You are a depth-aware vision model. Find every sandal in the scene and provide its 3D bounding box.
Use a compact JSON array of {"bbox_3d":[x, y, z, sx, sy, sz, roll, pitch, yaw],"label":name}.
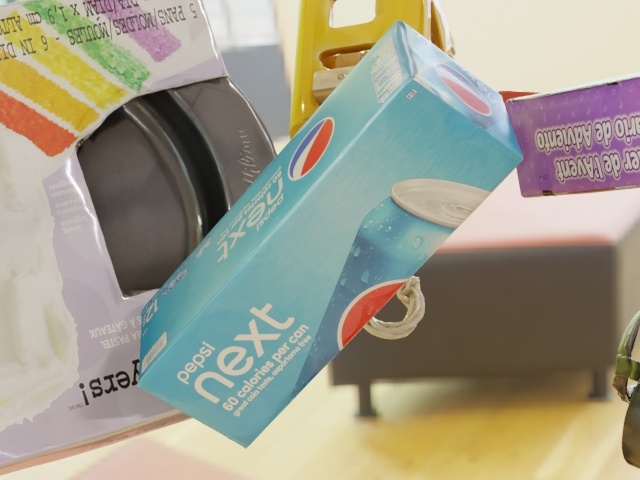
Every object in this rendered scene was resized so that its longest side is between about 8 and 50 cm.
[{"bbox_3d":[0.217,0.074,1.065,0.054,0.097,0.254,21,18,15],"label":"sandal"}]

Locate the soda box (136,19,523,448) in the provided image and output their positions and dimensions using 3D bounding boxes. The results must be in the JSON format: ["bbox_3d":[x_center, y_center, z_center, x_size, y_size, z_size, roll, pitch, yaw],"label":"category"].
[{"bbox_3d":[0.000,0.000,0.829,0.071,0.210,0.067,34,24,-22],"label":"soda box"}]

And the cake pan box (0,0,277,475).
[{"bbox_3d":[-0.150,-0.006,0.930,0.266,0.246,0.070,-14,-6,-23],"label":"cake pan box"}]

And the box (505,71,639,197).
[{"bbox_3d":[0.269,-0.076,0.861,0.293,0.057,0.201,-12,3,-23],"label":"box"}]

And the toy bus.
[{"bbox_3d":[0.029,-0.074,1.059,0.191,0.104,0.202,-45,53,-12],"label":"toy bus"}]
